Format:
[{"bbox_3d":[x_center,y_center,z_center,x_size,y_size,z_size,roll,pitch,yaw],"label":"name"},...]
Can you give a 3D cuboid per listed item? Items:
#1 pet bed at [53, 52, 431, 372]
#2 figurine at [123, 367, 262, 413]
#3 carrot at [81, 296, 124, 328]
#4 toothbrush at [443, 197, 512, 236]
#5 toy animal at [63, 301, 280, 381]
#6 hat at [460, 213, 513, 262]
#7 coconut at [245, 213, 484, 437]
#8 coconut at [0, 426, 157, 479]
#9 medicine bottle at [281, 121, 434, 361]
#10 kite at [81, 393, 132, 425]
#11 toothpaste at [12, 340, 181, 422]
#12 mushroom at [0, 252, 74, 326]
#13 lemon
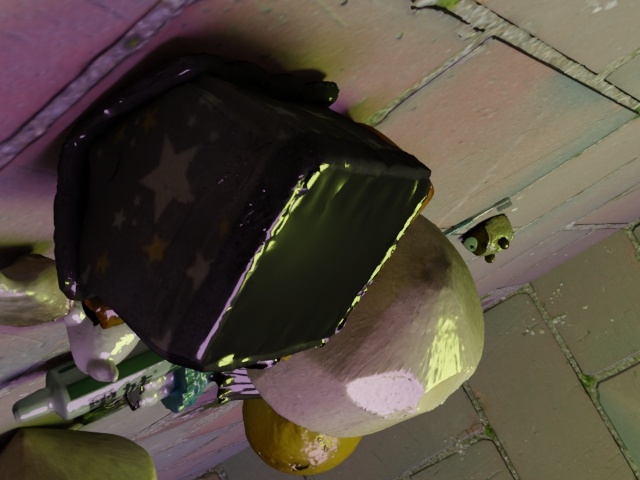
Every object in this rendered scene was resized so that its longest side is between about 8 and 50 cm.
[{"bbox_3d":[-0.055,-0.024,0.616,0.183,0.159,0.211,-59,158,17],"label":"pet bed"},{"bbox_3d":[-0.132,0.155,1.198,0.245,0.110,0.138,-10,141,-34],"label":"figurine"},{"bbox_3d":[-0.090,0.014,0.823,0.260,0.070,0.070,-20,165,-26],"label":"carrot"},{"bbox_3d":[0.218,-0.020,1.411,0.167,0.014,0.011,-28,175,3],"label":"toothbrush"},{"bbox_3d":[-0.140,0.080,0.873,0.182,0.127,0.131,-15,158,-6],"label":"toy animal"},{"bbox_3d":[0.282,-0.001,1.517,0.076,0.059,0.077,-20,161,-46],"label":"hat"},{"bbox_3d":[0.046,0.077,0.966,0.237,0.237,0.266,-16,165,-41],"label":"coconut"},{"bbox_3d":[-0.371,0.396,1.288,0.329,0.329,0.329,-26,166,-7],"label":"coconut"},{"bbox_3d":[0.000,0.000,0.771,0.192,0.096,0.096,-48,167,-3],"label":"medicine bottle"},{"bbox_3d":[-0.305,0.236,1.340,0.141,0.015,0.245,-29,167,-4],"label":"kite"},{"bbox_3d":[-0.171,0.122,1.080,0.392,0.061,0.099,-22,163,-29],"label":"toothpaste"},{"bbox_3d":[-0.246,0.027,0.628,0.059,0.054,0.202,-38,159,16],"label":"mushroom"},{"bbox_3d":[-0.023,0.325,1.748,0.228,0.228,0.253,-37,159,33],"label":"lemon"}]
